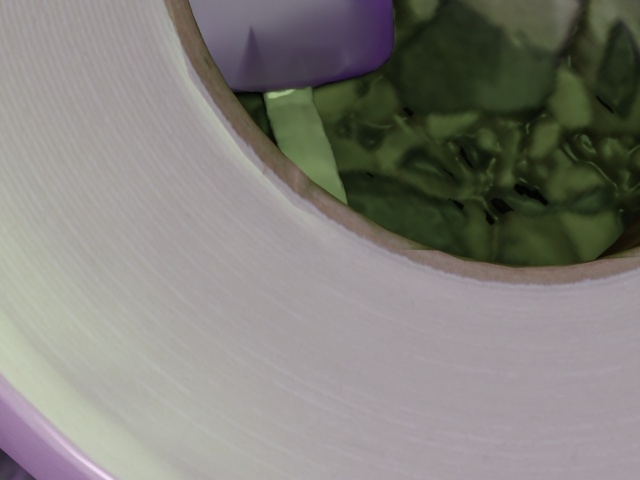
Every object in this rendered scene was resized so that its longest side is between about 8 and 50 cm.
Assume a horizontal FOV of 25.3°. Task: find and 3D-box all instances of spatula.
[{"bbox_3d":[0.000,0.000,0.458,0.084,0.030,0.296,-7,77,-11],"label":"spatula"}]

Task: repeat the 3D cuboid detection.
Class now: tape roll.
[{"bbox_3d":[0.042,-0.081,0.437,0.392,0.072,0.392,4,75,-17],"label":"tape roll"}]
